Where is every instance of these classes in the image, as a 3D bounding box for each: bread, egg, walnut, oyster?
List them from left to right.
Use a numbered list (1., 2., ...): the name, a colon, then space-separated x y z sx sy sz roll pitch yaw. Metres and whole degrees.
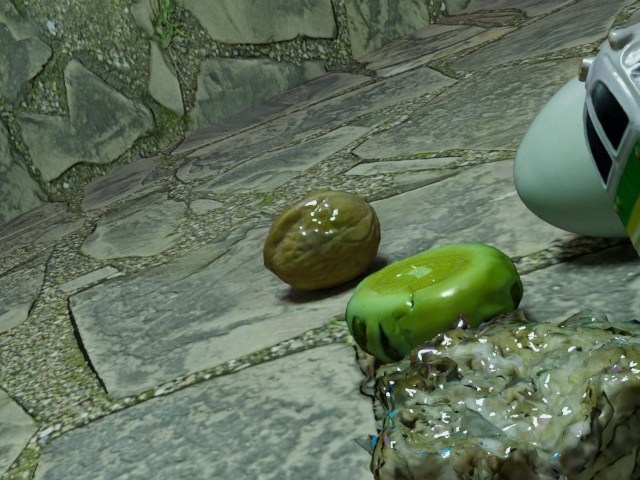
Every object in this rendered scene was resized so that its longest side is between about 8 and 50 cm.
1. walnut: 0.000 0.000 1.041 0.124 0.105 0.105 -27 16 2
2. bread: 0.088 0.051 0.794 0.139 0.071 0.130 -18 19 19
3. oyster: 0.115 0.092 0.604 0.198 0.092 0.259 0 24 45
4. egg: 0.258 -0.079 0.842 0.209 0.151 0.151 -20 16 11

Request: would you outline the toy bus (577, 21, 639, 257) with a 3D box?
1. toy bus: 0.330 -0.094 0.662 0.305 0.179 0.143 -23 -23 -2
